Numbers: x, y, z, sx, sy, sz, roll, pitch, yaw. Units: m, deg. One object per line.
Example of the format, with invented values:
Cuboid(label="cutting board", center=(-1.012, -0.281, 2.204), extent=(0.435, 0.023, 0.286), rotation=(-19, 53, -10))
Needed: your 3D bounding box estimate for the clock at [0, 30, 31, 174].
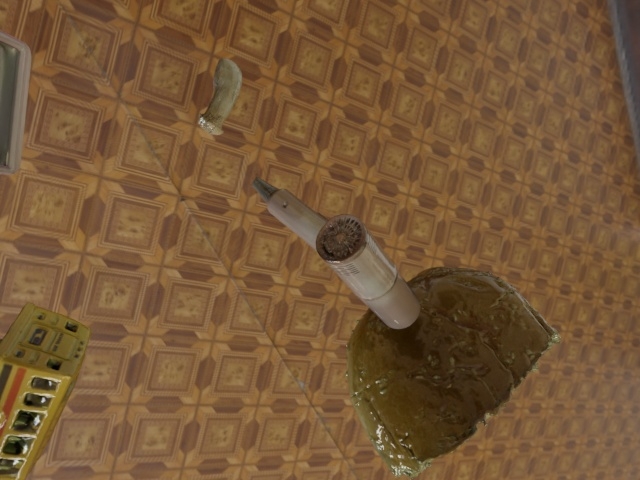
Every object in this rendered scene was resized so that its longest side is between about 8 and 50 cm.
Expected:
Cuboid(label="clock", center=(-0.357, -0.137, 0.427), extent=(0.063, 0.197, 0.150), rotation=(9, 95, 0))

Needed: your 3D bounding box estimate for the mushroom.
Cuboid(label="mushroom", center=(-0.269, -0.385, 1.275), extent=(0.081, 0.092, 0.223), rotation=(53, 41, -60))

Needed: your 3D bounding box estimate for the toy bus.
Cuboid(label="toy bus", center=(-0.430, 0.249, 0.640), extent=(0.123, 0.121, 0.335), rotation=(23, 112, -23))

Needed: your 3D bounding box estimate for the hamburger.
Cuboid(label="hamburger", center=(0.163, 0.148, 0.643), extent=(0.309, 0.211, 0.132), rotation=(-35, 152, -17))

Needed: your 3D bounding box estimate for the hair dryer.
Cuboid(label="hair dryer", center=(0.003, 0.004, 0.550), extent=(0.053, 0.220, 0.195), rotation=(-51, 141, -7))
